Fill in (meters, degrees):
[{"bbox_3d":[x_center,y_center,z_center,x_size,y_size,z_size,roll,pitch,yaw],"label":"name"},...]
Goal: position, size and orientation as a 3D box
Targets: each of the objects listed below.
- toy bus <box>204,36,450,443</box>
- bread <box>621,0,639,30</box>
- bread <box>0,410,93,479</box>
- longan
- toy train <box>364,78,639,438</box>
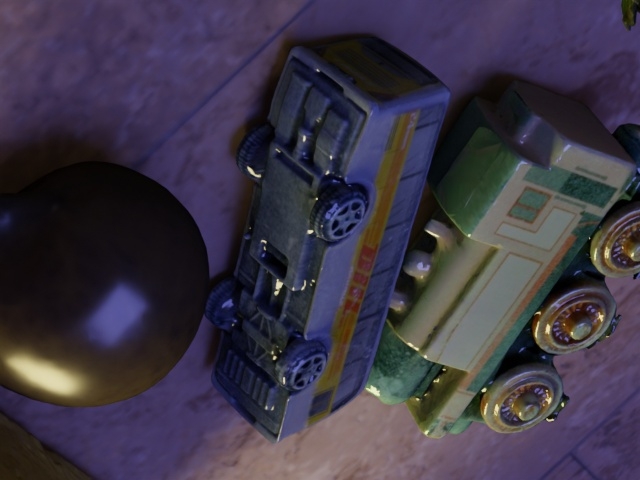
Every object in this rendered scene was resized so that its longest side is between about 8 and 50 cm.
[{"bbox_3d":[0.000,0.000,0.778,0.075,0.064,0.190,-22,138,-39],"label":"toy bus"},{"bbox_3d":[0.184,-0.224,0.501,0.382,0.129,0.366,-53,154,-70],"label":"bread"},{"bbox_3d":[-0.137,0.153,0.778,0.094,0.102,0.245,-41,141,-3],"label":"bread"},{"bbox_3d":[-0.100,0.016,0.691,0.113,0.092,0.113,-5,130,-6],"label":"longan"},{"bbox_3d":[0.089,0.016,0.850,0.125,0.081,0.194,17,117,-34],"label":"toy train"}]
